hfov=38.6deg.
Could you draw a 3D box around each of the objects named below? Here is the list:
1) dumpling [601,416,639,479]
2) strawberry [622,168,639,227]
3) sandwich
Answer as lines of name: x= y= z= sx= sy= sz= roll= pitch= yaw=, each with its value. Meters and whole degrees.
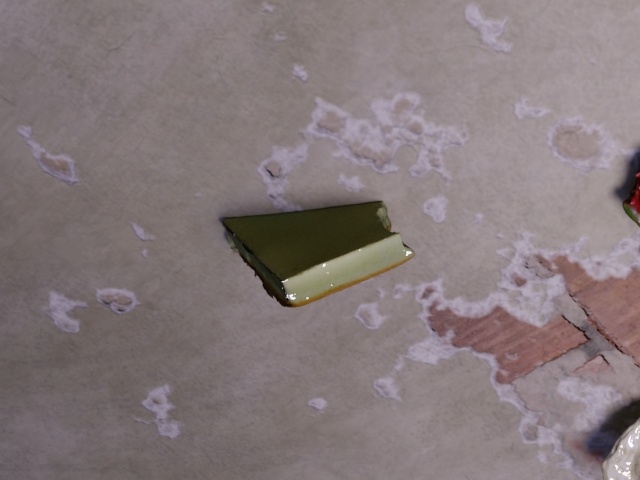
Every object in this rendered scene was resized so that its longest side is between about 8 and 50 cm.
dumpling: x=0.562 y=0.330 z=1.394 sx=0.252 sy=0.131 sz=0.179 roll=15 pitch=104 yaw=-12
strawberry: x=0.546 y=-0.064 z=1.121 sx=0.233 sy=0.137 sz=0.306 roll=39 pitch=124 yaw=-13
sandwich: x=0.000 y=0.000 z=1.289 sx=0.212 sy=0.245 sz=0.063 roll=-21 pitch=118 yaw=-16
